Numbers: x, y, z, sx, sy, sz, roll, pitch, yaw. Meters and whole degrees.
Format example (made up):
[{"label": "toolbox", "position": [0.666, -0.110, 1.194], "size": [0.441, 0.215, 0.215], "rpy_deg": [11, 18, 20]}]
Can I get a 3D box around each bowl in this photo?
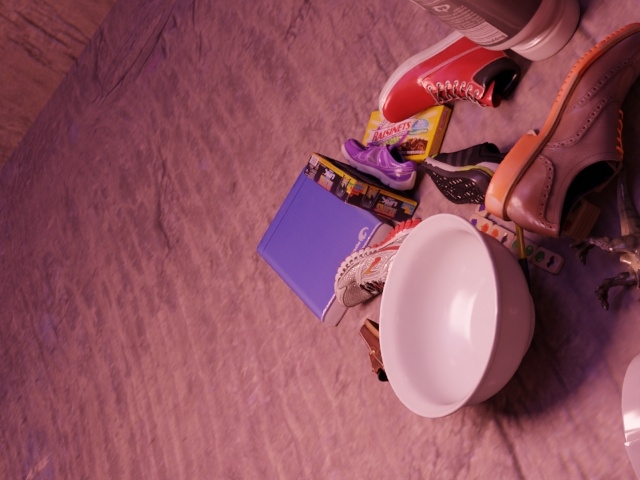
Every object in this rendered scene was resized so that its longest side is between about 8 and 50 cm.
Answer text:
[{"label": "bowl", "position": [0.219, 0.114, 1.713], "size": [0.298, 0.134, 0.298], "rpy_deg": [-23, 63, 58]}]

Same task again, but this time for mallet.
[{"label": "mallet", "position": [0.296, 0.022, 1.752], "size": [0.062, 0.039, 0.189], "rpy_deg": [-9, 81, 62]}]

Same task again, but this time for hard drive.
[{"label": "hard drive", "position": [0.000, 0.000, 2.203], "size": [0.210, 0.040, 0.319], "rpy_deg": [-59, 33, 8]}]

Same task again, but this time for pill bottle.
[{"label": "pill bottle", "position": [0.260, -0.411, 1.857], "size": [0.176, 0.318, 0.176], "rpy_deg": [-32, 46, 40]}]

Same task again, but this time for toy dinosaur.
[{"label": "toy dinosaur", "position": [0.415, 0.021, 1.598], "size": [0.118, 0.064, 0.268], "rpy_deg": [-32, 42, 17]}]

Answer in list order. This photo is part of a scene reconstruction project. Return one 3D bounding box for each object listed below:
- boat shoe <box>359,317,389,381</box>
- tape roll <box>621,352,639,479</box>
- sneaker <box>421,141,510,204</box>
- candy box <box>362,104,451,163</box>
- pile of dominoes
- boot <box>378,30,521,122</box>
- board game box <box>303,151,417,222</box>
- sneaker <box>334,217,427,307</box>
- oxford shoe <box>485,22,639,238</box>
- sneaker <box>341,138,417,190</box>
[{"label": "boat shoe", "position": [0.114, 0.197, 1.887], "size": [0.073, 0.073, 0.207], "rpy_deg": [-58, 33, 7]}, {"label": "tape roll", "position": [0.463, 0.203, 1.246], "size": [0.169, 0.246, 0.246], "rpy_deg": [-30, 46, 40]}, {"label": "sneaker", "position": [0.253, -0.114, 1.904], "size": [0.097, 0.084, 0.235], "rpy_deg": [-42, 23, -11]}, {"label": "candy box", "position": [0.150, -0.190, 2.133], "size": [0.206, 0.027, 0.105], "rpy_deg": [3, 69, 54]}, {"label": "pile of dominoes", "position": [0.330, -0.072, 1.795], "size": [0.251, 0.040, 0.196], "rpy_deg": [33, 96, 56]}, {"label": "boot", "position": [0.218, -0.254, 2.000], "size": [0.244, 0.088, 0.176], "rpy_deg": [-36, 43, 14]}, {"label": "board game box", "position": [0.069, -0.093, 2.075], "size": [0.170, 0.141, 0.048], "rpy_deg": [39, 106, 56]}, {"label": "sneaker", "position": [0.107, 0.053, 1.978], "size": [0.225, 0.088, 0.092], "rpy_deg": [-39, 42, 34]}, {"label": "oxford shoe", "position": [0.394, -0.155, 1.690], "size": [0.133, 0.130, 0.363], "rpy_deg": [32, 80, 28]}, {"label": "sneaker", "position": [0.112, -0.149, 2.097], "size": [0.170, 0.068, 0.071], "rpy_deg": [31, 111, 36]}]
